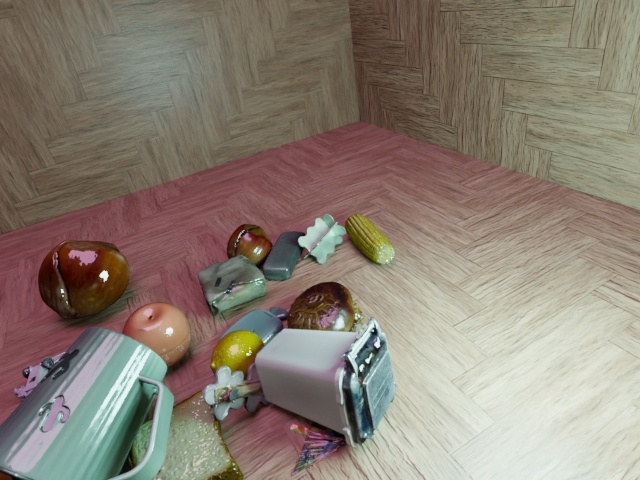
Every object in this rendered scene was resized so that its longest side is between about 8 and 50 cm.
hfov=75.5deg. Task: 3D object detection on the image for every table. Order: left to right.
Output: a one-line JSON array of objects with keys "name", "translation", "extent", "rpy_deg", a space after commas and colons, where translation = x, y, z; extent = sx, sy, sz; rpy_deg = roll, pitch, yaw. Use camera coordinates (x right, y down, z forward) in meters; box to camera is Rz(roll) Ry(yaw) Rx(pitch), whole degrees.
[{"name": "table", "translation": [0.000, 0.000, 1.928], "extent": [0.166, 0.166, 0.198], "rpy_deg": [13, 46, 32]}]

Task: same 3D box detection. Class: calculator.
[{"name": "calculator", "translation": [-0.249, 0.338, 1.548], "extent": [0.185, 0.041, 0.299], "rpy_deg": [22, 45, 40]}]

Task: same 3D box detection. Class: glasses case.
[{"name": "glasses case", "translation": [-0.165, 0.064, 1.934], "extent": [0.131, 0.074, 0.323], "rpy_deg": [-1, 33, 16]}]

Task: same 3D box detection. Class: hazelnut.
[{"name": "hazelnut", "translation": [-1.020, 0.164, 1.805], "extent": [0.372, 0.315, 0.372], "rpy_deg": [-6, 62, 11]}, {"name": "hazelnut", "translation": [-0.342, 0.030, 1.943], "extent": [0.212, 0.181, 0.181], "rpy_deg": [30, 35, 34]}]

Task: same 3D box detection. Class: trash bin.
[{"name": "trash bin", "translation": [0.007, 0.372, 1.196], "extent": [0.367, 0.296, 0.256], "rpy_deg": [2, 26, 33]}]

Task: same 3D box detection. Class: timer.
[{"name": "timer", "translation": [-0.579, 0.342, 1.477], "extent": [0.229, 0.215, 0.230], "rpy_deg": [-3, 37, 2]}]

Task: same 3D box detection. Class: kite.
[{"name": "kite", "translation": [-0.009, 0.555, 1.164], "extent": [0.183, 0.014, 0.241], "rpy_deg": [6, 36, 25]}]

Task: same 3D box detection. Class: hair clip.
[{"name": "hair clip", "translation": [-0.230, 0.438, 1.221], "extent": [0.075, 0.146, 0.257], "rpy_deg": [-13, -15, 30]}]

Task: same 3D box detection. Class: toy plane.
[{"name": "toy plane", "translation": [-0.978, 0.495, 1.442], "extent": [0.251, 0.101, 0.255], "rpy_deg": [-25, 33, -1]}]

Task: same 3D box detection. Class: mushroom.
[{"name": "mushroom", "translation": [0.016, 0.263, 1.483], "extent": [0.278, 0.163, 0.297], "rpy_deg": [-12, 30, -3]}]

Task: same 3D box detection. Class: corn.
[{"name": "corn", "translation": [0.221, -0.006, 1.887], "extent": [0.131, 0.131, 0.344], "rpy_deg": [-17, 33, -12]}]

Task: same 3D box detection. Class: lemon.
[{"name": "lemon", "translation": [-0.264, 0.384, 1.358], "extent": [0.173, 0.173, 0.206], "rpy_deg": [12, 32, 31]}]

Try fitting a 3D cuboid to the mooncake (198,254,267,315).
[{"name": "mooncake", "translation": [-0.371, 0.184, 1.740], "extent": [0.250, 0.136, 0.254], "rpy_deg": [-23, 39, -17]}]

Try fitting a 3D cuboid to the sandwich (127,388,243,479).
[{"name": "sandwich", "translation": [-0.380, 0.591, 1.129], "extent": [0.271, 0.099, 0.301], "rpy_deg": [-27, 36, -14]}]

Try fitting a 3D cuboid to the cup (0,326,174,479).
[{"name": "cup", "translation": [-0.581, 0.480, 1.088], "extent": [0.401, 0.310, 0.392], "rpy_deg": [25, 51, -4]}]

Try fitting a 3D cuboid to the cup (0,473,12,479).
[{"name": "cup", "translation": [-0.901, 0.641, 1.138], "extent": [0.264, 0.182, 0.226], "rpy_deg": [-19, 41, -1]}]
